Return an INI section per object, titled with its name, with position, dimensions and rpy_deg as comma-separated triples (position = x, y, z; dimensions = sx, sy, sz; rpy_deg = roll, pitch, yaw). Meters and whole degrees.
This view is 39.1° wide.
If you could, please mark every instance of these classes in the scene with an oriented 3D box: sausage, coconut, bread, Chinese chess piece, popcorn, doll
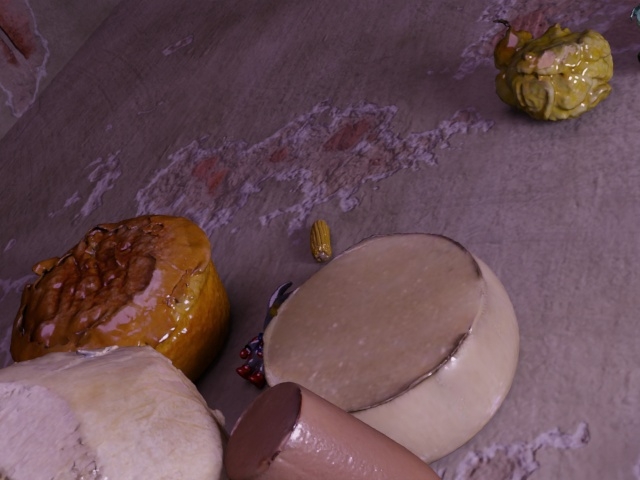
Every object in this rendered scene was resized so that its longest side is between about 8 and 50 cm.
[sausage]
position = 0.030, 0.260, 0.986
dimensions = 0.123, 0.253, 0.123
rpy_deg = -42, 26, 26
[coconut]
position = -0.257, 0.310, 1.042
dimensions = 0.405, 0.404, 0.404
rpy_deg = -21, 35, 16
[bread]
position = -0.324, 0.121, 1.480
dimensions = 0.358, 0.204, 0.337
rpy_deg = 1, 43, 34
[Chinese chess piece]
position = 0.089, 0.139, 1.180
dimensions = 0.338, 0.140, 0.338
rpy_deg = -20, 35, 15
[popcorn]
position = 0.376, -0.283, 1.471
dimensions = 0.168, 0.173, 0.195
rpy_deg = -45, 29, 5
[doll]
position = -0.054, 0.134, 1.370
dimensions = 0.104, 0.062, 0.194
rpy_deg = 18, 64, 50

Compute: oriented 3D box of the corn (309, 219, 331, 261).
[corn]
position = 0.000, 0.000, 1.517
dimensions = 0.037, 0.037, 0.092
rpy_deg = -21, 34, 16

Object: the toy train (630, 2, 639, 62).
[toy train]
position = 0.597, -0.342, 1.413
dimensions = 0.163, 0.112, 0.203
rpy_deg = 23, 62, 44
